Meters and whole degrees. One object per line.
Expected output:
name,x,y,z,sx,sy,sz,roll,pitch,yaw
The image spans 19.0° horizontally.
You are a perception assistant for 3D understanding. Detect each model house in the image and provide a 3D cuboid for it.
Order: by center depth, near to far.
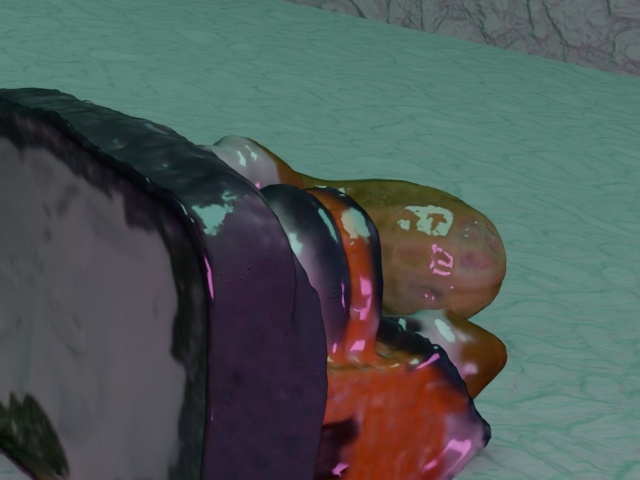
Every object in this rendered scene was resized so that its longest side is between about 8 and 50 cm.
model house,-0.017,0.030,0.990,0.301,0.190,0.271,-1,15,-37

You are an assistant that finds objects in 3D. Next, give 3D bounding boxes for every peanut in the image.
peanut,0.000,0.000,1.304,0.263,0.101,0.117,10,-11,15
